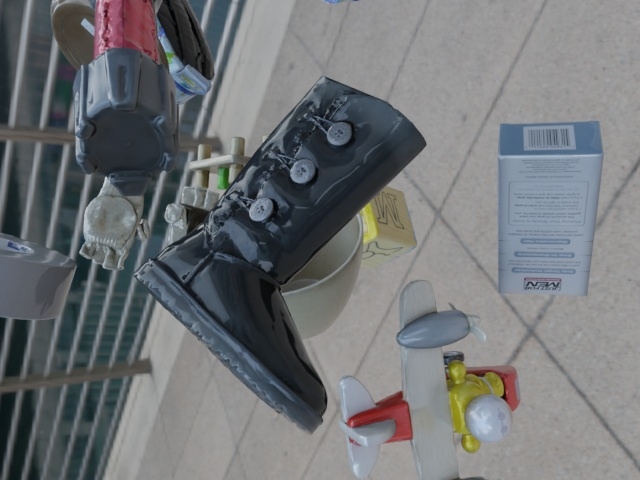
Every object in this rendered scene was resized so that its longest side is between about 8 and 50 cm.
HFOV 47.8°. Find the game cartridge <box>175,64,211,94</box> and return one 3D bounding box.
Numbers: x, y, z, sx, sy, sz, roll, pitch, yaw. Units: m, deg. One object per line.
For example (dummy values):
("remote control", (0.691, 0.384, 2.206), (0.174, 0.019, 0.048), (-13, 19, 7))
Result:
("game cartridge", (-0.206, -0.261, 1.181), (0.017, 0.056, 0.083), (-56, 21, -6))

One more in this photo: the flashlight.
("flashlight", (-0.162, -0.188, 0.600), (0.103, 0.103, 0.304), (-34, 47, 24))

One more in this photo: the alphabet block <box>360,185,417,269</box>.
("alphabet block", (0.136, -0.044, 2.109), (0.192, 0.197, 0.194), (-30, 62, 33))

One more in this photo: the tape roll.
("tape roll", (-0.426, 0.032, 0.908), (0.219, 0.219, 0.072), (18, 91, 61))

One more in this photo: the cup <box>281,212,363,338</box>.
("cup", (-0.058, 0.074, 1.540), (0.331, 0.331, 0.237), (-120, 13, -47))

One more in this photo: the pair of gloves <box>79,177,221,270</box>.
("pair of gloves", (-0.296, -0.026, 1.292), (0.042, 0.240, 0.204), (-2, 66, 67))

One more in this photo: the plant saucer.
("plant saucer", (-0.435, -0.392, 1.469), (0.278, 0.278, 0.041), (-34, 21, 55))

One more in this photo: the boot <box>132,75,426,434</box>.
("boot", (-0.002, -0.001, 1.056), (0.367, 0.445, 0.146), (39, 165, 23))

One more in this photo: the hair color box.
("hair color box", (0.452, -0.054, 1.454), (0.114, 0.185, 0.375), (-74, -21, -45))

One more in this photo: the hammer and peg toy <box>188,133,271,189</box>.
("hammer and peg toy", (-0.159, -0.195, 1.949), (0.361, 0.265, 0.128), (0, 86, 52))

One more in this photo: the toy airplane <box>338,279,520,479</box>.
("toy airplane", (0.225, 0.321, 1.357), (0.272, 0.386, 0.384), (-4, 49, 53))

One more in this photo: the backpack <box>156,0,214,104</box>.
("backpack", (-0.428, -0.539, 1.950), (0.273, 0.290, 0.356), (-41, 78, 12))

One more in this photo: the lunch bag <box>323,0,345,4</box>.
("lunch bag", (-0.014, -0.638, 1.505), (0.303, 0.115, 0.243), (39, 136, 27))
